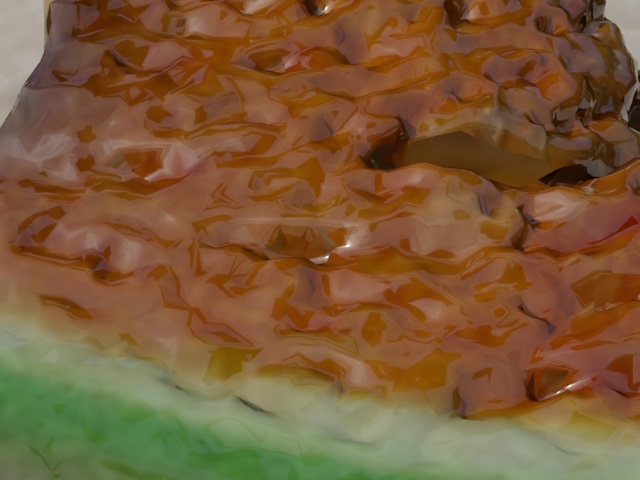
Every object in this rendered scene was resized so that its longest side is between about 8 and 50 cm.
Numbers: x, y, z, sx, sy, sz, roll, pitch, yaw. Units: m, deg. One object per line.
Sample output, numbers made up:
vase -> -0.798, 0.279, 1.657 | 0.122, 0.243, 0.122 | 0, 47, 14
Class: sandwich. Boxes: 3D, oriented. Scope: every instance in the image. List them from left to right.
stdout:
sandwich -> 0.000, 0.000, 0.451 | 0.250, 0.162, 0.301 | 7, 52, -2
